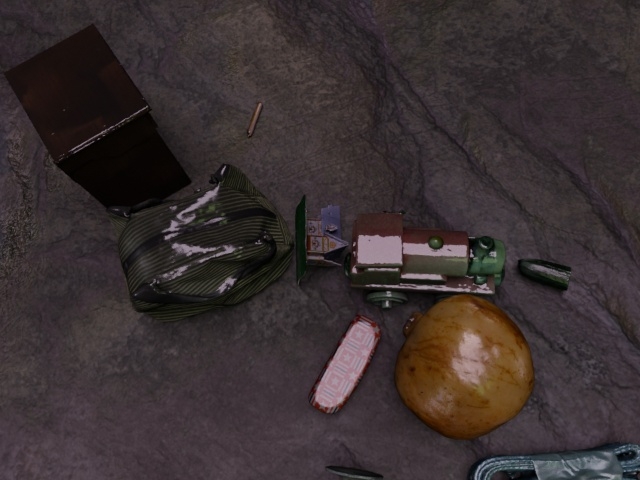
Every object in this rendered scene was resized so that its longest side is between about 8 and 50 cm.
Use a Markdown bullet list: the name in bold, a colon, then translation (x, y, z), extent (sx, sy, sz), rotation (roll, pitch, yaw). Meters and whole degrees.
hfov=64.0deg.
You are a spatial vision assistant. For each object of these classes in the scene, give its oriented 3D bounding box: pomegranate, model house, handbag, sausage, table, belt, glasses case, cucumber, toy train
- **pomegranate**: translation (0.235, 0.210, 0.869), extent (0.249, 0.248, 0.248), rotation (-1, 69, 4)
- **model house**: translation (0.000, 0.000, 1.043), extent (0.088, 0.117, 0.166), rotation (2, 67, -12)
- **handbag**: translation (-0.231, 0.005, 0.981), extent (0.341, 0.240, 0.247), rotation (-23, 73, -6)
- **sausage**: translation (-0.155, -0.286, 1.204), extent (0.015, 0.015, 0.100), rotation (12, 70, 9)
- **table**: translation (-0.437, -0.226, 1.060), extent (0.196, 0.282, 0.250), rotation (-35, 70, -9)
- **belt**: translation (0.405, 0.400, 0.869), extent (0.303, 0.072, 0.087), rotation (-7, 64, 3)
- **glasses case**: translation (0.051, 0.236, 0.969), extent (0.073, 0.049, 0.194), rotation (29, 74, 13)
- **cucumber**: translation (0.438, 0.063, 1.007), extent (0.105, 0.048, 0.048), rotation (17, 71, 12)
- **toy train**: translation (0.193, 0.038, 0.942), extent (0.305, 0.221, 0.150), rotation (1, 69, 6)

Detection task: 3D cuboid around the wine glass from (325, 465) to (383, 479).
- **wine glass**: translation (0.040, 0.501, 0.840), extent (0.103, 0.103, 0.230), rotation (8, 72, 7)
